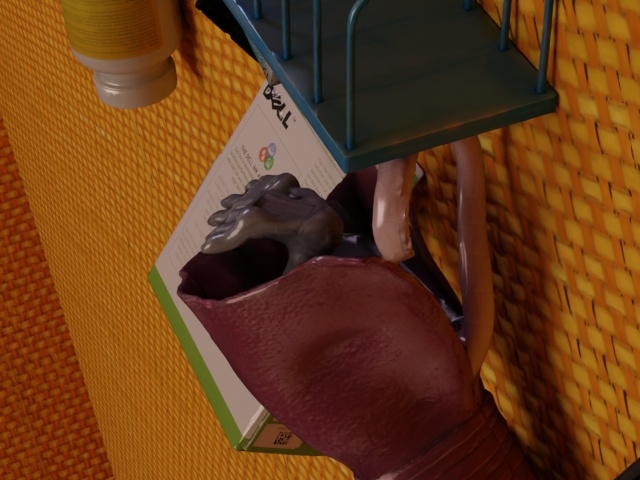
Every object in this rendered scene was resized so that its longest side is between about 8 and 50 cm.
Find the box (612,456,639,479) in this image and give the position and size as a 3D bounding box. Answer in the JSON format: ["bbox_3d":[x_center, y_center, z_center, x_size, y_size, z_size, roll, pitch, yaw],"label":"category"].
[{"bbox_3d":[0.229,0.199,0.719,0.293,0.073,0.295,113,136,-67],"label":"box"}]

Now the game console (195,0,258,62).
[{"bbox_3d":[-0.046,-0.194,1.312,0.107,0.071,0.122,42,169,-9],"label":"game console"}]

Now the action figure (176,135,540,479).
[{"bbox_3d":[0.074,0.115,1.056,0.276,0.248,0.370,-28,98,35],"label":"action figure"}]

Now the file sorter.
[{"bbox_3d":[0.031,-0.138,0.910,0.170,0.118,0.104,-124,24,-42],"label":"file sorter"}]

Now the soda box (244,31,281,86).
[{"bbox_3d":[-0.040,-0.197,1.193,0.063,0.058,0.183,105,144,-64],"label":"soda box"}]

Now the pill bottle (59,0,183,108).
[{"bbox_3d":[-0.177,-0.212,1.572,0.103,0.103,0.184,-128,24,-50],"label":"pill bottle"}]

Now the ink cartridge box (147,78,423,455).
[{"bbox_3d":[0.000,0.000,1.264,0.255,0.097,0.189,-57,44,28],"label":"ink cartridge box"}]
